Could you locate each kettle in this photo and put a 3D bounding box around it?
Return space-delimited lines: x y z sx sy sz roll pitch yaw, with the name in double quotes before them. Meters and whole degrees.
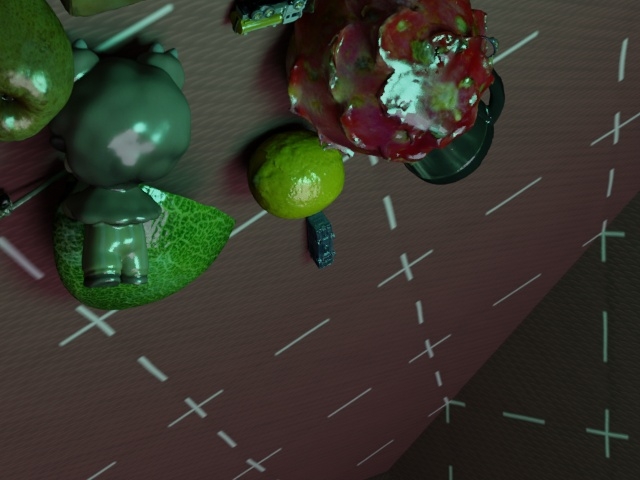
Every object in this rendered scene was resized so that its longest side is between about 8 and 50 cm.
"kettle" 0.223 -0.257 2.098 0.271 0.250 0.207 36 71 -49

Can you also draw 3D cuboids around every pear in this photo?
"pear" -0.424 -0.242 1.366 0.188 0.211 0.228 -29 152 -7

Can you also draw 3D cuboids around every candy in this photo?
"candy" -0.524 -0.048 1.740 0.287 0.084 0.078 -35 151 -16

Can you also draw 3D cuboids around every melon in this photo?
"melon" -0.348 -0.014 1.872 0.331 0.226 0.343 -23 169 12

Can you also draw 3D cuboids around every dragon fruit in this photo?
"dragon fruit" 0.132 -0.285 1.824 0.386 0.249 0.371 24 115 -35

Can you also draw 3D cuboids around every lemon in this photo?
"lemon" -0.047 -0.132 2.038 0.193 0.180 0.180 -50 161 -26

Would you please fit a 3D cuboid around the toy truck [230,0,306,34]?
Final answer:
"toy truck" -0.088 -0.380 1.714 0.123 0.052 0.063 -21 155 -24

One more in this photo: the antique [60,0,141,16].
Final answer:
"antique" -0.227 -0.407 1.457 0.310 0.093 0.087 -23 151 -23

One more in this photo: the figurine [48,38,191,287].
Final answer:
"figurine" -0.315 -0.116 1.603 0.248 0.203 0.381 -3 101 -35

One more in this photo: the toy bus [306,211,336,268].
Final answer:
"toy bus" 0.000 0.000 2.425 0.047 0.065 0.166 -28 151 -15
